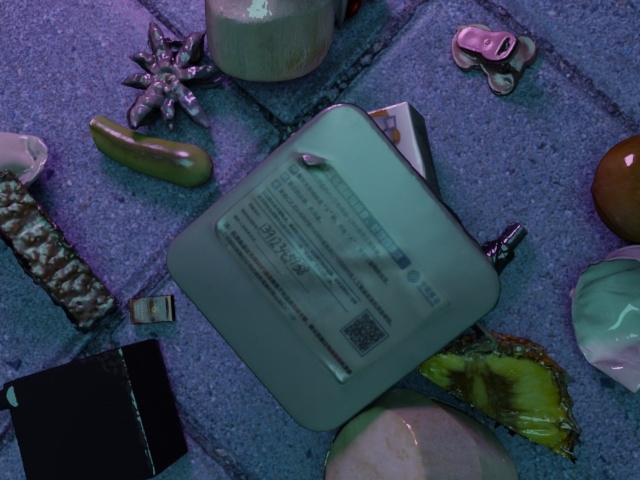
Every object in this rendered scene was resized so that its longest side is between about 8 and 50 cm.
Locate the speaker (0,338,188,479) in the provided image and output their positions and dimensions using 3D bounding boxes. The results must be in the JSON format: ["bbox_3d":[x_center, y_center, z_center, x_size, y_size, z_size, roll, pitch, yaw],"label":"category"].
[{"bbox_3d":[-0.402,0.323,1.222,0.254,0.184,0.232,-18,84,5],"label":"speaker"}]

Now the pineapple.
[{"bbox_3d":[0.318,0.209,1.179,0.335,0.161,0.158,25,123,14],"label":"pineapple"}]

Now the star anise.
[{"bbox_3d":[-0.282,-0.298,1.308,0.236,0.093,0.229,-44,86,-9],"label":"star anise"}]

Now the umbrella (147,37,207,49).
[{"bbox_3d":[-0.282,-0.389,1.357,0.122,0.013,0.022,5,99,4],"label":"umbrella"}]

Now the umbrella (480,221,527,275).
[{"bbox_3d":[0.295,0.062,1.260,0.066,0.059,0.235,43,87,-17],"label":"umbrella"}]

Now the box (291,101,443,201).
[{"bbox_3d":[0.100,-0.043,1.214,0.225,0.143,0.341,-13,86,19],"label":"box"}]

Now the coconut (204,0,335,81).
[{"bbox_3d":[-0.095,-0.406,1.243,0.245,0.247,0.244,4,56,-5],"label":"coconut"}]

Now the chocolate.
[{"bbox_3d":[-0.500,0.023,1.264,0.102,0.065,0.329,-35,109,-6],"label":"chocolate"}]

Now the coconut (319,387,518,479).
[{"bbox_3d":[0.167,0.403,1.126,0.323,0.323,0.322,0,85,4],"label":"coconut"}]

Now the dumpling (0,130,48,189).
[{"bbox_3d":[-0.627,-0.124,1.299,0.250,0.132,0.162,-14,81,3],"label":"dumpling"}]

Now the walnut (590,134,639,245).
[{"bbox_3d":[0.618,-0.077,1.181,0.298,0.203,0.202,14,86,3],"label":"walnut"}]

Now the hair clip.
[{"bbox_3d":[0.324,-0.352,1.306,0.138,0.102,0.123,26,85,38],"label":"hair clip"}]

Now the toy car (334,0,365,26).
[{"bbox_3d":[0.051,-0.492,1.305,0.112,0.112,0.139,-22,74,-13],"label":"toy car"}]

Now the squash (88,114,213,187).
[{"bbox_3d":[-0.321,-0.166,1.312,0.250,0.083,0.083,20,87,8],"label":"squash"}]

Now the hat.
[{"bbox_3d":[0.600,0.100,1.199,0.302,0.168,0.257,-8,122,-19],"label":"hat"}]

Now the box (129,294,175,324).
[{"bbox_3d":[-0.320,0.132,1.311,0.082,0.023,0.051,-6,86,3],"label":"box"}]

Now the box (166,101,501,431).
[{"bbox_3d":[0.020,0.043,1.065,0.397,0.111,0.396,-39,94,10],"label":"box"}]
